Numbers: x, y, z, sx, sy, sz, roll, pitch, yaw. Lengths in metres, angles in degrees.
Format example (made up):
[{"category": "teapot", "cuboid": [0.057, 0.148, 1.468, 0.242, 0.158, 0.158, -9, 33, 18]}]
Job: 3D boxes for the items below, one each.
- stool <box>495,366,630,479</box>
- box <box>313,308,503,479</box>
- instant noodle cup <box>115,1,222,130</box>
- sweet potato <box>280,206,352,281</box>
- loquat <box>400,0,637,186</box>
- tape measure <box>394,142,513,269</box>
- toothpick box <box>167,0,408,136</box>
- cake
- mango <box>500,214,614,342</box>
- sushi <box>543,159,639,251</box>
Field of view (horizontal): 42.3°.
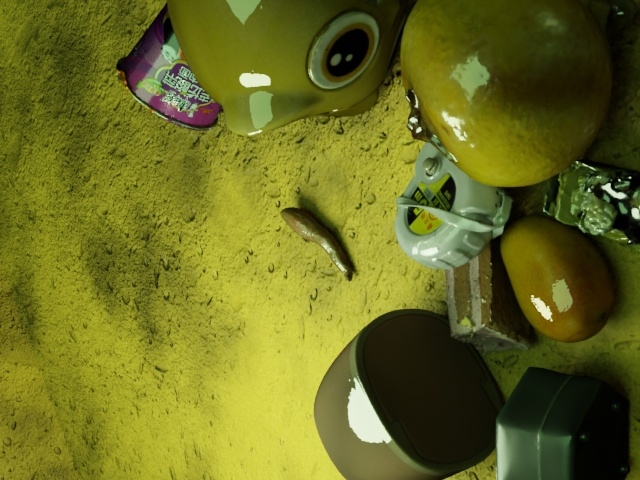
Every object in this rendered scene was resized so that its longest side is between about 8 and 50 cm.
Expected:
[{"category": "stool", "cuboid": [0.372, 0.314, 1.257, 0.141, 0.232, 0.232, 4, 100, 42]}, {"category": "box", "cuboid": [0.140, 0.295, 1.439, 0.301, 0.301, 0.216, 59, 138, 19]}, {"category": "instant noodle cup", "cuboid": [-0.279, -0.384, 1.747, 0.251, 0.251, 0.190, 51, 119, 25]}, {"category": "sweet potato", "cuboid": [0.000, 0.000, 1.669, 0.214, 0.050, 0.050, 43, 124, 23]}, {"category": "loquat", "cuboid": [0.283, -0.254, 1.187, 0.359, 0.328, 0.328, -30, 73, 6]}, {"category": "tape measure", "cuboid": [0.207, -0.052, 1.354, 0.197, 0.120, 0.236, -50, 36, 21]}, {"category": "toothpick box", "cuboid": [-0.050, -0.407, 1.402, 0.409, 0.409, 0.425, 2, 104, 43]}, {"category": "cake", "cuboid": [0.262, 0.048, 1.393, 0.116, 0.113, 0.295, -25, 68, 42]}, {"category": "mango", "cuboid": [0.365, 0.051, 1.281, 0.151, 0.120, 0.221, -39, 63, 42]}, {"category": "sushi", "cuboid": [0.452, -0.035, 1.175, 0.291, 0.131, 0.139, 18, 98, 39]}]
